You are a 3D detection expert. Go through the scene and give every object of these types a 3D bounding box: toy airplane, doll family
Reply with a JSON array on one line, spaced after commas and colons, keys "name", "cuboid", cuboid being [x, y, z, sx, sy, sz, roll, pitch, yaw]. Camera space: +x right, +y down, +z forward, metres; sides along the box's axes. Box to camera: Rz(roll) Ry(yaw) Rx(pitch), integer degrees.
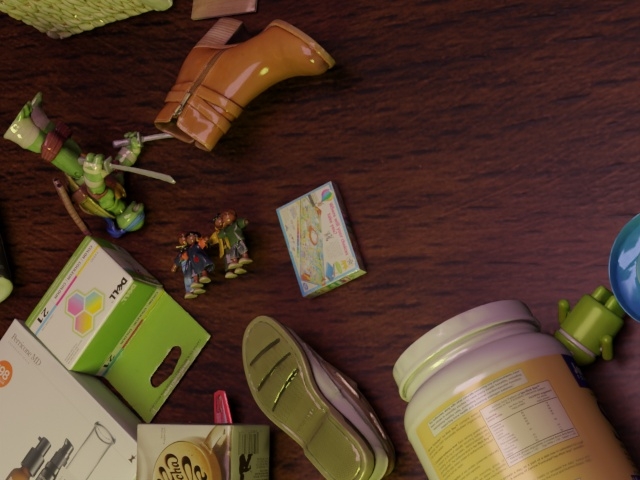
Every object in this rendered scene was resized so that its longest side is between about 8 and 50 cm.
[{"name": "toy airplane", "cuboid": [-0.164, 0.311, 1.960, 0.151, 0.028, 0.151, -4, 82, 28]}, {"name": "doll family", "cuboid": [-0.176, 0.013, 2.020, 0.193, 0.076, 0.111, -25, 71, 24]}]

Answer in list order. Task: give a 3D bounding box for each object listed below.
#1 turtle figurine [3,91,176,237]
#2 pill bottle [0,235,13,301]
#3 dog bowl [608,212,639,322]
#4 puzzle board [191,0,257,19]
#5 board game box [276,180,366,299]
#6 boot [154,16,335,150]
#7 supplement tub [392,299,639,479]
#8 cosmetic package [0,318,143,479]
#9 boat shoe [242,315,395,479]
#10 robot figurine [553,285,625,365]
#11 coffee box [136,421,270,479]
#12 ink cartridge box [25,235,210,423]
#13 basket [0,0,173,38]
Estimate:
[{"name": "turtle figurine", "cuboid": [-0.359, -0.157, 2.078, 0.274, 0.266, 0.198, -43, 15, 46]}, {"name": "pill bottle", "cuboid": [-0.632, -0.007, 2.241, 0.130, 0.130, 0.246, -30, 65, 19]}, {"name": "dog bowl", "cuboid": [0.525, 0.026, 1.631, 0.297, 0.074, 0.166, -13, 71, 25]}, {"name": "puzzle board", "cuboid": [-0.159, -0.426, 2.161, 0.128, 0.011, 0.096, -1, 75, 28]}, {"name": "board game box", "cuboid": [0.000, 0.000, 1.952, 0.103, 0.026, 0.154, -26, 66, 21]}, {"name": "boot", "cuboid": [-0.127, -0.242, 2.007, 0.283, 0.109, 0.220, 19, 70, 36]}, {"name": "supplement tub", "cuboid": [0.253, 0.268, 1.620, 0.241, 0.241, 0.331, -35, 63, 17]}, {"name": "cosmetic package", "cuboid": [-0.442, 0.351, 2.066, 0.377, 0.097, 0.284, 38, 94, 31]}, {"name": "boat shoe", "cuboid": [-0.005, 0.235, 1.849, 0.113, 0.103, 0.302, -49, 60, 24]}, {"name": "robot figurine", "cuboid": [0.359, 0.118, 1.701, 0.115, 0.067, 0.101, -53, 49, 7]}, {"name": "coffee box", "cuboid": [-0.174, 0.418, 1.868, 0.168, 0.119, 0.297, -3, 82, 27]}, {"name": "ink cartridge box", "cuboid": [-0.327, 0.142, 2.054, 0.255, 0.097, 0.189, 40, 97, 31]}, {"name": "basket", "cuboid": [-0.449, -0.565, 2.175, 0.266, 0.328, 0.331, -12, 72, 28]}]
